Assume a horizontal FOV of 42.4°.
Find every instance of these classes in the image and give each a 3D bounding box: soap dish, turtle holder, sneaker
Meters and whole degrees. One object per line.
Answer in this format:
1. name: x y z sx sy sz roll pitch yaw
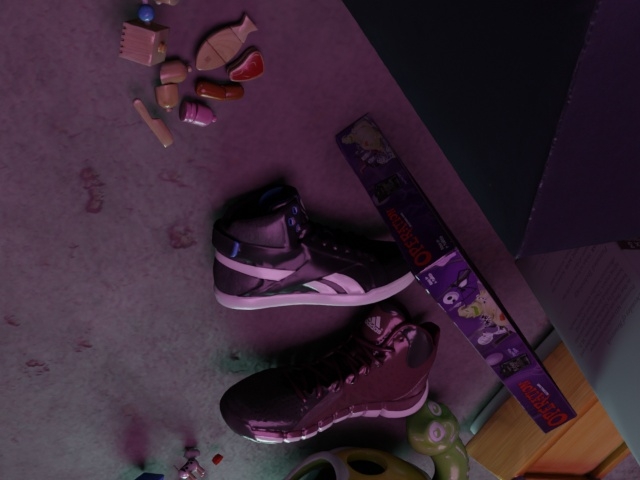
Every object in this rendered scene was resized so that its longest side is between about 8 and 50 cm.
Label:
1. soap dish: 0.377 0.239 1.184 0.228 0.118 0.291 13 126 -31
2. turtle holder: 0.072 0.387 1.112 0.320 0.243 0.227 -33 118 21
3. sneaker: 0.000 0.000 0.825 0.216 0.079 0.121 -7 123 -14
4. sneaker: 0.023 0.135 0.966 0.281 0.106 0.163 -5 128 -33

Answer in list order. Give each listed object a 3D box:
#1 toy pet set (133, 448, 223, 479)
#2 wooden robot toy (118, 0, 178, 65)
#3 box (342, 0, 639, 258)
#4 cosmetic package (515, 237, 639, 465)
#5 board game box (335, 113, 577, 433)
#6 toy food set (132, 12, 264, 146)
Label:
1. toy pet set: -0.200 0.322 1.080 0.114 0.065 0.122 -31 153 -47
2. wooden robot toy: -0.142 -0.219 0.601 0.079 0.076 0.173 17 131 9
3. box: 0.212 -0.184 0.567 0.312 0.343 0.179 -8 134 -15
4. cosmetic package: 0.398 0.101 0.874 0.217 0.385 0.156 -2 131 -21
5. board game box: 0.145 0.044 0.845 0.056 0.208 0.347 -32 134 12
6. toy food set: -0.099 -0.136 0.712 0.122 0.019 0.078 -33 135 -2
